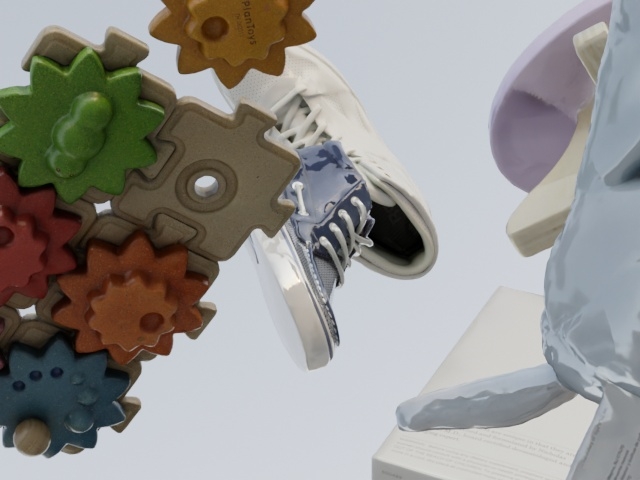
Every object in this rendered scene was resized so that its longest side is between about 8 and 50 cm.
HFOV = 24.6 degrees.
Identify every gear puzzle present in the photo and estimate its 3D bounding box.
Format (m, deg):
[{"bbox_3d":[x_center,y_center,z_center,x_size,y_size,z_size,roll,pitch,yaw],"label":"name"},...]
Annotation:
[{"bbox_3d":[-0.104,-0.013,0.764,0.175,0.044,0.339,27,-66,-27],"label":"gear puzzle"}]

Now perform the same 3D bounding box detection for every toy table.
[{"bbox_3d":[0.259,-0.092,1.122,0.274,0.161,0.252,-38,-66,24],"label":"toy table"}]

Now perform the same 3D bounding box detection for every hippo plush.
[{"bbox_3d":[0.221,0.011,0.536,0.237,0.234,0.294,5,-63,-32],"label":"hippo plush"}]

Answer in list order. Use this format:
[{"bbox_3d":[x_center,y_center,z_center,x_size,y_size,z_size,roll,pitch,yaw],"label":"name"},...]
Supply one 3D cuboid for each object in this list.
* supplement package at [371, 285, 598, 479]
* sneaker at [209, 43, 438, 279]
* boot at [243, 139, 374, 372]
[{"bbox_3d":[0.108,0.118,0.768,0.179,0.105,0.105,-46,-39,-51],"label":"supplement package"},{"bbox_3d":[0.010,-0.086,1.379,0.108,0.169,0.292,-43,-79,7],"label":"sneaker"},{"bbox_3d":[0.000,0.000,0.916,0.086,0.190,0.069,-15,-46,-10],"label":"boot"}]
